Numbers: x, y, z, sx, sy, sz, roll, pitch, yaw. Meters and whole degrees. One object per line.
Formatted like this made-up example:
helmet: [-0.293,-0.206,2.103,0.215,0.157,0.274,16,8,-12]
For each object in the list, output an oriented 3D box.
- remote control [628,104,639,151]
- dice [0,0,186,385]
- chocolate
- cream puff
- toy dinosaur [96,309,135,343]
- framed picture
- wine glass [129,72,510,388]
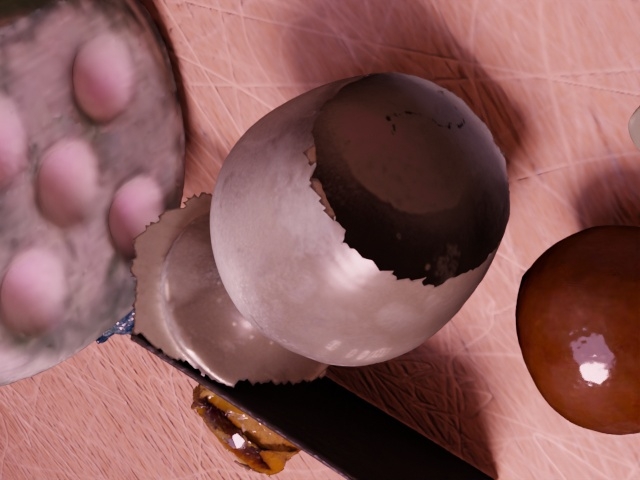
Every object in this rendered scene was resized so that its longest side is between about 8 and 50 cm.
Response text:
remote control: [0.316,-0.128,0.845,0.090,0.038,0.309,45,142,0]
dice: [-0.344,-0.078,1.220,0.328,0.348,0.330,9,124,32]
chocolate: [0.238,0.069,0.999,0.177,0.177,0.176,25,137,25]
cream puff: [-0.073,0.188,1.431,0.133,0.104,0.119,46,175,11]
toy dinosaur: [-0.235,0.043,1.477,0.147,0.076,0.362,-18,107,30]
framed picture: [0.001,0.166,1.273,0.324,0.244,0.013,29,98,21]
wine glass: [0.000,0.000,1.100,0.238,0.238,0.323,47,145,-2]
